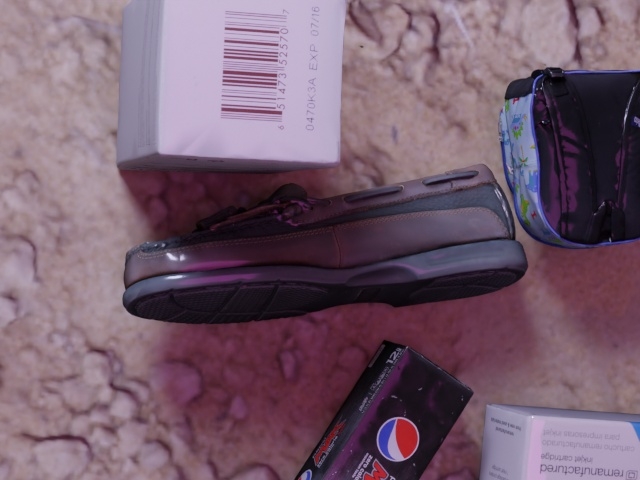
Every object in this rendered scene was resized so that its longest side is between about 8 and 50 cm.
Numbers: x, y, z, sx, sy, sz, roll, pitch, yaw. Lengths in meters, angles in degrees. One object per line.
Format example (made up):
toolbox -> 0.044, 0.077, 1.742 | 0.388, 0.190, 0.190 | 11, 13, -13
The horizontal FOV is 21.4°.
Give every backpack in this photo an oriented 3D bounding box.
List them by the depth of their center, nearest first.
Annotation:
backpack -> 0.171, -0.051, 1.109 | 0.105, 0.084, 0.114 | -2, 87, -17

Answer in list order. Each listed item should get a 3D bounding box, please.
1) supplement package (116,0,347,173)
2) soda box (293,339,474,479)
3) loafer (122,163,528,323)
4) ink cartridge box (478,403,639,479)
supplement package -> -0.057, -0.094, 0.999 | 0.105, 0.179, 0.105 | 2, 91, -15
soda box -> 0.026, 0.150, 1.091 | 0.060, 0.053, 0.169 | 35, 83, -14
loafer -> 0.000, 0.000, 1.074 | 0.267, 0.096, 0.084 | -3, 72, -21
ink cartridge box -> 0.181, 0.216, 1.117 | 0.148, 0.086, 0.203 | 5, 89, -15
